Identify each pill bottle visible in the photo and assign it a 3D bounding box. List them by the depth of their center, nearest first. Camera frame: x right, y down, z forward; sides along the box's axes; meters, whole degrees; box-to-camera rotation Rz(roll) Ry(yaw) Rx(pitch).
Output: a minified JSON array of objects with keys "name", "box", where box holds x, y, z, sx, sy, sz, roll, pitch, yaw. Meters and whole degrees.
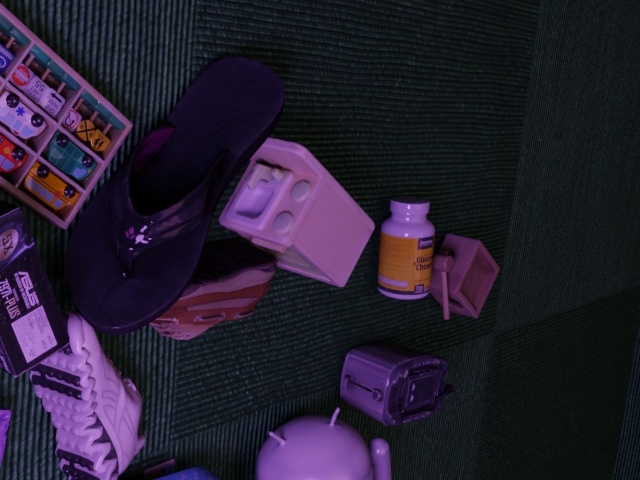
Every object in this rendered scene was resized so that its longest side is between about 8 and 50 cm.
[{"name":"pill bottle","box":[0.164,0.012,1.615,0.103,0.103,0.184,-15,113,-47]}]

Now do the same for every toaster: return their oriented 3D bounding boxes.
[{"name":"toaster","box":[0.142,0.268,1.638,0.227,0.146,0.129,-4,105,-48]}]

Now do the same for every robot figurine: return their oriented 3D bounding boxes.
[{"name":"robot figurine","box":[-0.001,0.452,1.485,0.300,0.200,0.353,-24,120,-26]}]

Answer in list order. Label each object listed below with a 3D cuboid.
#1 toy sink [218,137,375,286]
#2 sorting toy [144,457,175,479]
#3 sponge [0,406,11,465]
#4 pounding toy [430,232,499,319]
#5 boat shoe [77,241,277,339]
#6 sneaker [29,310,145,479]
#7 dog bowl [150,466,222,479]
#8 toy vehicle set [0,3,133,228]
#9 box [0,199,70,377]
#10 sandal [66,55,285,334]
[{"name":"toy sink","box":[-0.051,-0.042,1.308,0.234,0.153,0.131,45,68,-48]},{"name":"sorting toy","box":[-0.248,0.387,1.322,0.062,0.012,0.083,-15,113,-47]},{"name":"sponge","box":[-0.449,0.299,1.014,0.117,0.031,0.210,12,87,-40]},{"name":"pounding toy","box":[0.264,0.077,1.760,0.206,0.094,0.181,46,66,-46]},{"name":"boat shoe","box":[-0.192,0.086,1.211,0.324,0.123,0.119,-8,119,-46]},{"name":"sneaker","box":[-0.304,0.205,1.138,0.118,0.110,0.292,-40,138,-45]},{"name":"dog bowl","box":[-0.250,0.422,1.248,0.297,0.074,0.166,-3,129,-49]},{"name":"toy vehicle set","box":[-0.358,-0.150,1.002,0.267,0.035,0.166,45,67,-47]},{"name":"box","box":[-0.377,0.043,0.955,0.077,0.147,0.180,-35,126,-38]},{"name":"sandal","box":[-0.195,-0.088,1.109,0.107,0.168,0.445,95,20,-63]}]
